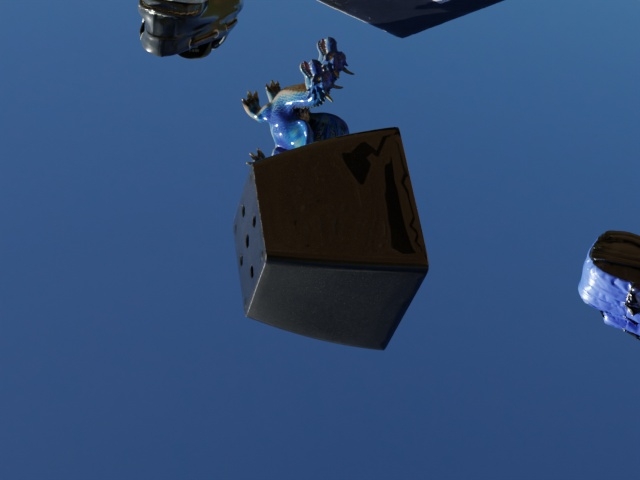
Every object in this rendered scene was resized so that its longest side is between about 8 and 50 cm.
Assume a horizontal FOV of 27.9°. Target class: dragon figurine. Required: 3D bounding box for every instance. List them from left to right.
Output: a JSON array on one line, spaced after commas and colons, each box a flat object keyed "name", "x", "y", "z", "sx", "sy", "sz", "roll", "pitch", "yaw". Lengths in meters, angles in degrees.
[{"name": "dragon figurine", "x": -0.020, "y": -0.128, "z": 1.701, "sx": 0.144, "sy": 0.289, "sz": 0.085, "roll": 18, "pitch": -147, "yaw": 37}]

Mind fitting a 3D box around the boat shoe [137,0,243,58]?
[{"name": "boat shoe", "x": -0.181, "y": -0.309, "z": 1.811, "sx": 0.127, "sy": 0.113, "sz": 0.340, "roll": 10, "pitch": -167, "yaw": 1}]

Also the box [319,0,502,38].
[{"name": "box", "x": 0.147, "y": -0.441, "z": 1.547, "sx": 0.296, "sy": 0.294, "sz": 0.182, "roll": -15, "pitch": 160, "yaw": 40}]

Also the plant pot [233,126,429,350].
[{"name": "plant pot", "x": 0.000, "y": 0.000, "z": 1.412, "sx": 0.167, "sy": 0.188, "sz": 0.187, "roll": 0, "pitch": -123, "yaw": -16}]

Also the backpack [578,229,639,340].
[{"name": "backpack", "x": 0.352, "y": 0.052, "z": 1.452, "sx": 0.120, "sy": 0.101, "sz": 0.098, "roll": 24, "pitch": -143, "yaw": 16}]
